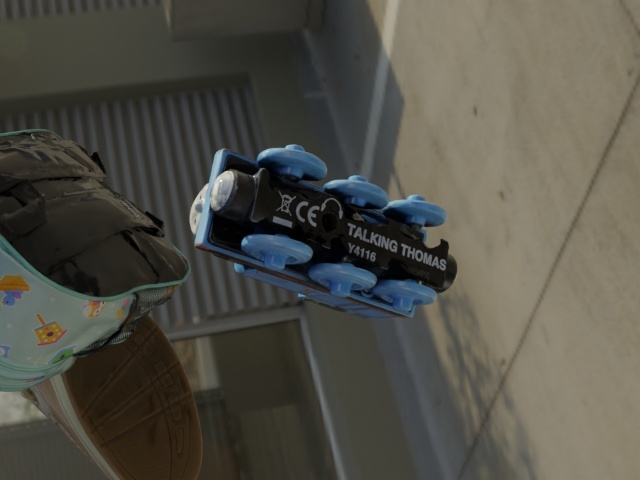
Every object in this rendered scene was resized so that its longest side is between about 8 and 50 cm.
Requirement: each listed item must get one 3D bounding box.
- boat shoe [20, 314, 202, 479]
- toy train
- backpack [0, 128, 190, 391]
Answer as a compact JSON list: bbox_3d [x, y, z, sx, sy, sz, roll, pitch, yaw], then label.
[{"bbox_3d":[-0.232,0.098,0.904,0.110,0.121,0.341,-32,90,44],"label":"boat shoe"},{"bbox_3d":[0.000,0.000,0.624,0.105,0.184,0.080,-14,62,54],"label":"toy train"},{"bbox_3d":[-0.200,0.013,0.648,0.166,0.144,0.188,48,-173,5],"label":"backpack"}]
